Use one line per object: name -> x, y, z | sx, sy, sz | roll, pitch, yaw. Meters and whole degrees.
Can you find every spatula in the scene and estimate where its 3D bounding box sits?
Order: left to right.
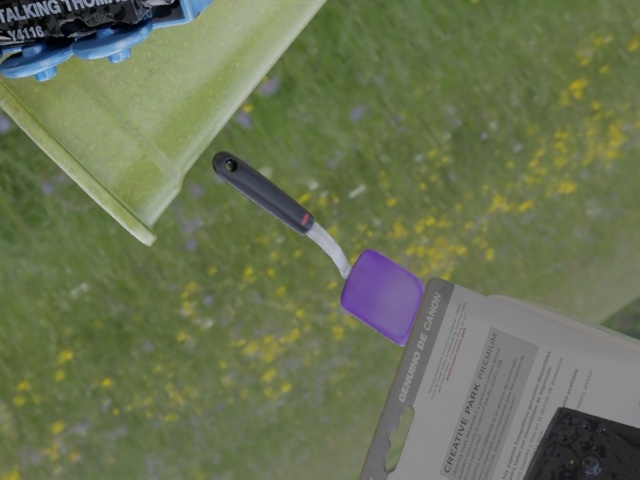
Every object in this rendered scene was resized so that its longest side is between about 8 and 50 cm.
spatula -> 0.000, 0.000, 1.423 | 0.030, 0.296, 0.084 | -14, -137, 51

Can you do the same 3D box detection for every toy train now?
toy train -> -0.142, -0.134, 0.720 | 0.184, 0.080, 0.105 | -5, -153, 28

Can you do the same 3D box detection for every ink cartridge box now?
ink cartridge box -> 0.180, 0.215, 1.181 | 0.130, 0.272, 0.309 | 16, 95, -48

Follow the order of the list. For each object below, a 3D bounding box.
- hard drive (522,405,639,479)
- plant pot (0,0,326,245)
hard drive -> 0.183, 0.246, 0.854 | 0.054, 0.172, 0.254 | 40, 68, -53
plant pot -> -0.140, -0.180, 1.088 | 0.254, 0.276, 0.276 | -43, 172, -2
